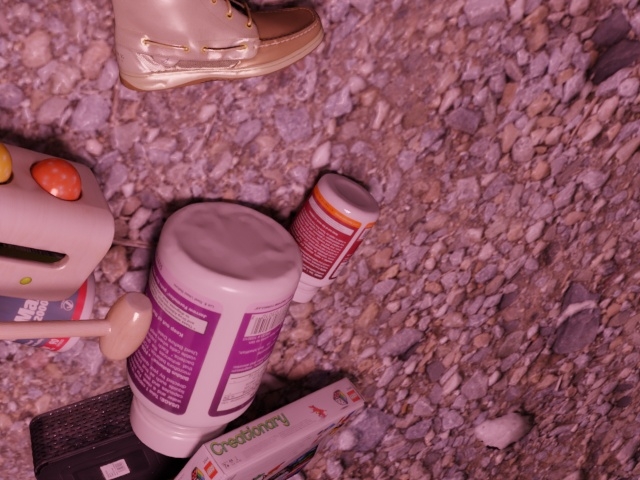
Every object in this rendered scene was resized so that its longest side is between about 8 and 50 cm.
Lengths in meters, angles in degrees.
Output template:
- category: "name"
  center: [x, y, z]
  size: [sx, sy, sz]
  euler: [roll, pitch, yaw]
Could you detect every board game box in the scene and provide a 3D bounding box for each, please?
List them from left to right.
- category: "board game box"
  center: [-0.087, 0.302, 1.272]
  size: [0.305, 0.053, 0.193]
  euler: [-14, 149, -53]

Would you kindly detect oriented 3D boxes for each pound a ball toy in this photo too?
- category: "pound a ball toy"
  center: [-0.308, -0.011, 0.880]
  size: [0.319, 0.208, 0.136]
  euler: [14, 124, -47]

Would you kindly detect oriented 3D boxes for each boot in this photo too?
- category: "boot"
  center: [-0.103, -0.241, 0.895]
  size: [0.213, 0.077, 0.165]
  euler: [-13, 130, -9]

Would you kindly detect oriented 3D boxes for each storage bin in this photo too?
- category: "storage bin"
  center: [-0.289, 0.280, 1.255]
  size: [0.180, 0.084, 0.122]
  euler: [-17, 133, -8]

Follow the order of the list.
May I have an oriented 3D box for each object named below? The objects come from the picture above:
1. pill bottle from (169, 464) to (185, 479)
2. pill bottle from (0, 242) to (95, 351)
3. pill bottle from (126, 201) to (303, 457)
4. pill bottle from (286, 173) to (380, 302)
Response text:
- category: "pill bottle"
  center: [-0.242, 0.390, 1.345]
  size: [0.208, 0.117, 0.118]
  euler: [-5, 130, -20]
- category: "pill bottle"
  center: [-0.351, 0.053, 1.017]
  size: [0.180, 0.108, 0.108]
  euler: [20, 118, -34]
- category: "pill bottle"
  center: [-0.141, 0.117, 1.121]
  size: [0.169, 0.169, 0.302]
  euler: [4, 126, -26]
- category: "pill bottle"
  center: [0.000, 0.000, 1.138]
  size: [0.086, 0.086, 0.152]
  euler: [17, 120, -34]
